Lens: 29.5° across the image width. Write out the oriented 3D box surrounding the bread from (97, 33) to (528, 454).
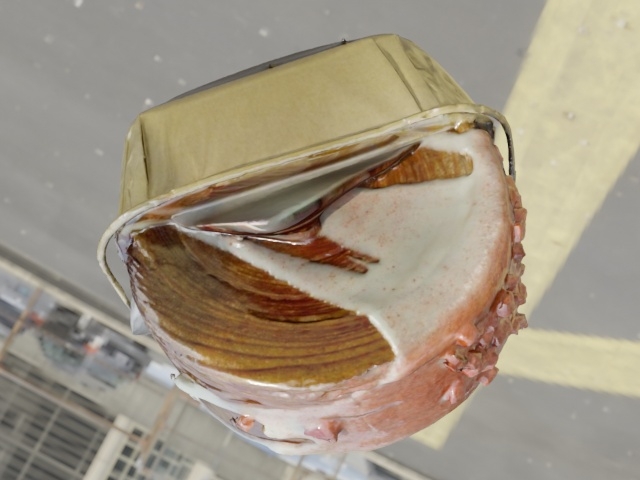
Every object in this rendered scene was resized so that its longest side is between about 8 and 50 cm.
[{"bbox_3d":[0.000,0.000,0.627,0.224,0.212,0.142,-19,143,0],"label":"bread"}]
